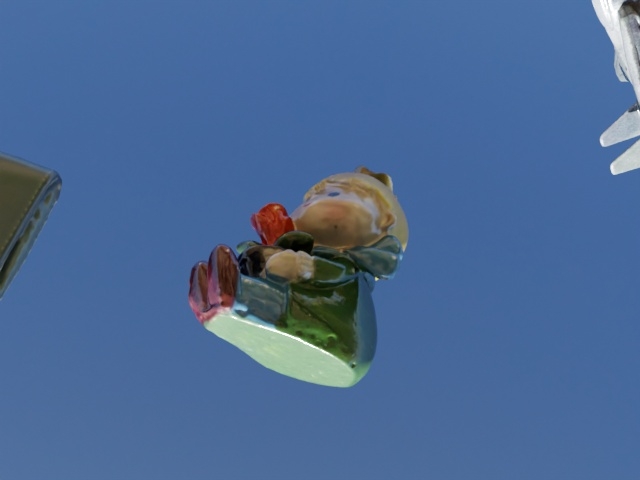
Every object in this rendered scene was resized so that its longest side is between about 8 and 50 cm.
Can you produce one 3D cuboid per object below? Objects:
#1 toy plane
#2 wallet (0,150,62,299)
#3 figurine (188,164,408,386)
[{"bbox_3d":[0.280,-0.172,0.663,0.088,0.267,0.212,-13,-136,14],"label":"toy plane"},{"bbox_3d":[-0.541,-0.055,0.970,0.360,0.083,0.252,19,-128,-8],"label":"wallet"},{"bbox_3d":[-0.009,0.004,0.716,0.185,0.127,0.234,24,-121,-11],"label":"figurine"}]
